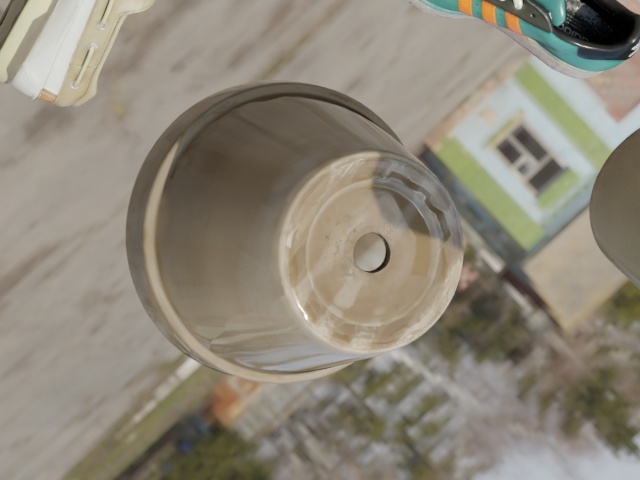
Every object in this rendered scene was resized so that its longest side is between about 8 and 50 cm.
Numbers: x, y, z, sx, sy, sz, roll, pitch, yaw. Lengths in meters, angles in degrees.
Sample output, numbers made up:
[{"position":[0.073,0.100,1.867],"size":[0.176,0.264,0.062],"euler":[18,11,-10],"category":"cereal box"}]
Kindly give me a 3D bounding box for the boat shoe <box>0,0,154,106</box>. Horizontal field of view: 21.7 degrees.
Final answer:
[{"position":[-0.195,-0.257,1.538],"size":[0.302,0.103,0.113],"euler":[-53,-154,22],"category":"boat shoe"}]

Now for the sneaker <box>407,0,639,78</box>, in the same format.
[{"position":[0.199,-0.269,1.722],"size":[0.108,0.302,0.121],"euler":[-70,-167,-14],"category":"sneaker"}]

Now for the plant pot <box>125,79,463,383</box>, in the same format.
[{"position":[0.000,0.000,1.661],"size":[0.323,0.323,0.280],"euler":[-42,-161,-14],"category":"plant pot"}]

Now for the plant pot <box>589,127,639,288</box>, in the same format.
[{"position":[0.501,0.008,2.099],"size":[0.256,0.256,0.274],"euler":[-44,-153,14],"category":"plant pot"}]
